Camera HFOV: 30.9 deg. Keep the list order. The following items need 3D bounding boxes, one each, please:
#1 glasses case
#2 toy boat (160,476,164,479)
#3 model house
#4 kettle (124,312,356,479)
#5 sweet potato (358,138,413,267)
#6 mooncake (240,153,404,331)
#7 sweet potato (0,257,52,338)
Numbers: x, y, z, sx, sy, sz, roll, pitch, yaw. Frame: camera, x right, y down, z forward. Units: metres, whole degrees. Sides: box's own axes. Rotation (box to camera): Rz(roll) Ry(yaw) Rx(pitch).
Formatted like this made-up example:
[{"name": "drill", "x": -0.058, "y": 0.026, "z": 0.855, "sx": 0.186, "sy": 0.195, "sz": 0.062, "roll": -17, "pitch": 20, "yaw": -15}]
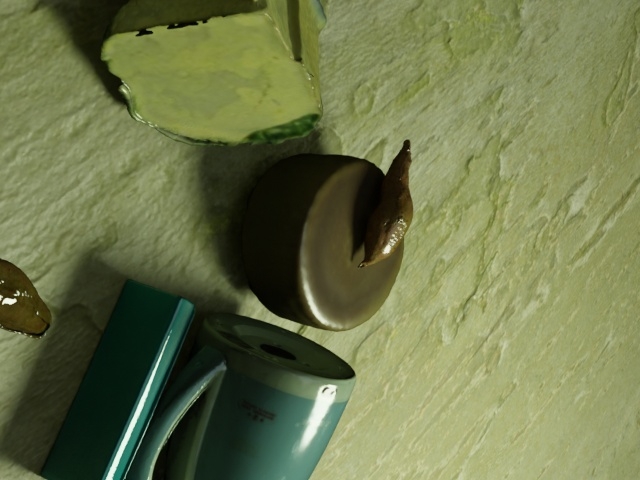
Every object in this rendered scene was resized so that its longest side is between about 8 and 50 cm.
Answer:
[{"name": "glasses case", "x": -0.273, "y": 0.212, "z": 1.613, "sx": 0.070, "sy": 0.117, "sz": 0.301, "roll": 36, "pitch": 74, "yaw": -49}, {"name": "toy boat", "x": -0.280, "y": 0.413, "z": 1.730, "sx": 0.149, "sy": 0.034, "sz": 0.105, "roll": -58, "pitch": 140, "yaw": -19}, {"name": "model house", "x": -0.137, "y": -0.311, "z": 1.562, "sx": 0.321, "sy": 0.261, "sz": 0.266, "roll": 58, "pitch": 30, "yaw": -62}, {"name": "kettle", "x": -0.146, "y": 0.302, "z": 1.714, "sx": 0.319, "sy": 0.247, "sz": 0.342, "roll": 16, "pitch": 100, "yaw": -45}, {"name": "sweet potato", "x": 0.118, "y": -0.056, "z": 1.804, "sx": 0.068, "sy": 0.068, "sz": 0.226, "roll": 36, "pitch": 68, "yaw": -49}, {"name": "mooncake", "x": 0.000, "y": 0.000, "z": 1.840, "sx": 0.284, "sy": 0.155, "sz": 0.284, "roll": -11, "pitch": 105, "yaw": -51}, {"name": "sweet potato", "x": -0.430, "y": 0.062, "z": 1.417, "sx": 0.112, "sy": 0.085, "sz": 0.286, "roll": -42, "pitch": 154, "yaw": 12}]
